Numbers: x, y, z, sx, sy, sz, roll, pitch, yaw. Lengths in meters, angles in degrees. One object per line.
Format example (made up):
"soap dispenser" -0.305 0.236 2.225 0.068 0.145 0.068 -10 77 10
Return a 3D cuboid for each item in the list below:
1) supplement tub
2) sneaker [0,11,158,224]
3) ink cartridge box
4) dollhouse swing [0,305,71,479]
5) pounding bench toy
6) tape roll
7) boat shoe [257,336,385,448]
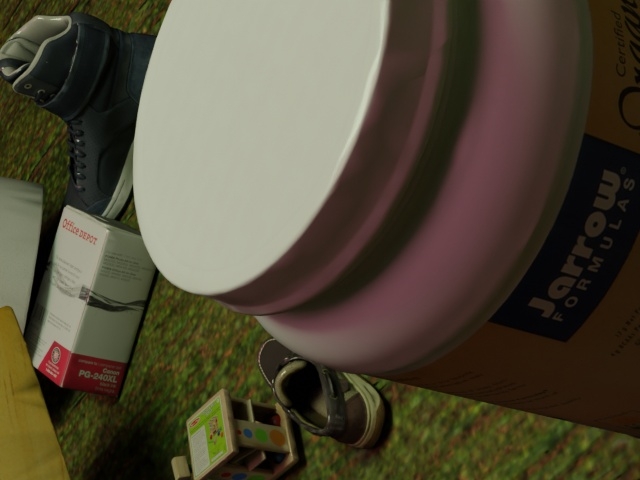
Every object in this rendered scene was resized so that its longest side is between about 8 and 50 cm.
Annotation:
"supplement tub" 0.093 -0.034 0.697 0.228 0.316 0.228 -26 56 48
"sneaker" -0.239 -0.108 1.344 0.226 0.163 0.086 -61 37 21
"ink cartridge box" -0.211 0.054 1.322 0.109 0.063 0.150 22 96 57
"dollhouse swing" -0.349 0.291 1.105 0.315 0.305 0.346 -123 30 -48
"pounding bench toy" -0.064 0.156 1.068 0.083 0.065 0.052 -43 45 37
"tape roll" -0.373 0.048 1.399 0.246 0.169 0.246 -169 90 -76
"boat shoe" -0.010 0.100 1.027 0.152 0.049 0.056 27 99 56
